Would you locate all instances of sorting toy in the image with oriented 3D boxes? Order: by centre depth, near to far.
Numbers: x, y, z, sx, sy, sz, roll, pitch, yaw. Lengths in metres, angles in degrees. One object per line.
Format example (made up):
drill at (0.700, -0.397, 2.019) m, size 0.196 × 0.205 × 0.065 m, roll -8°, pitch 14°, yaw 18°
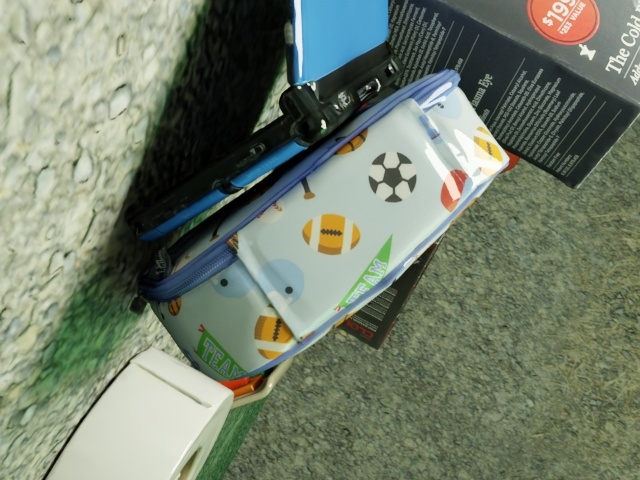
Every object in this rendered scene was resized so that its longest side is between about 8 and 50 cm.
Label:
sorting toy at (-0.139, 0.204, 1.324) m, size 0.196 × 0.047 × 0.347 m, roll -25°, pitch -178°, yaw 9°

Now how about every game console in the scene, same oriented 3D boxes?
game console at (-0.040, -0.160, 0.759) m, size 0.250 × 0.173 × 0.293 m, roll -30°, pitch -173°, yaw 22°

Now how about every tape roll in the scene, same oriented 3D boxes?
tape roll at (-0.200, 0.254, 0.994) m, size 0.286 × 0.100 × 0.286 m, roll -60°, pitch 174°, yaw -10°

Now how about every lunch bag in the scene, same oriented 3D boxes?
lunch bag at (-0.012, -0.011, 0.783) m, size 0.303 × 0.115 × 0.243 m, roll -36°, pitch -171°, yaw -12°

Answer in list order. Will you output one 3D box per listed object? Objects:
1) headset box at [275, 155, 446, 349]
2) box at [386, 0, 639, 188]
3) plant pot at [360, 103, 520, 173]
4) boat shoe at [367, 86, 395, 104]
headset box at (0.034, 0.000, 1.259) m, size 0.110 × 0.218 × 0.293 m, roll -56°, pitch 173°, yaw -36°
box at (0.219, -0.289, 0.997) m, size 0.343 × 0.312 × 0.179 m, roll -60°, pitch 174°, yaw -23°
plant pot at (0.197, -0.241, 1.473) m, size 0.235 × 0.267 × 0.267 m, roll -36°, pitch 157°, yaw -49°
boat shoe at (0.136, -0.304, 1.199) m, size 0.324 × 0.123 × 0.116 m, roll -59°, pitch 177°, yaw -3°
